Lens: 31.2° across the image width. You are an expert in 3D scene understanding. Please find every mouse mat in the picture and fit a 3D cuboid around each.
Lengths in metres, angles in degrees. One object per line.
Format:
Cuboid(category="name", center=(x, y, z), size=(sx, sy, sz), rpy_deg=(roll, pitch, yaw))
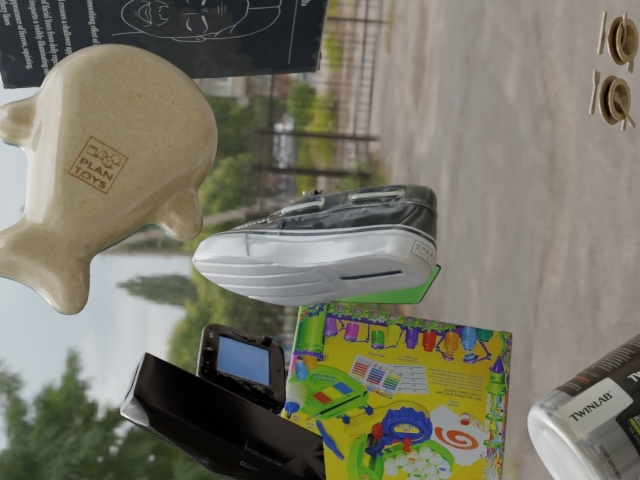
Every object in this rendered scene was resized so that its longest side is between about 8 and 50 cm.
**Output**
Cuboid(category="mouse mat", center=(0.101, 0.074, 1.986), size=(0.152, 0.189, 0.007), rpy_deg=(113, 158, -58))

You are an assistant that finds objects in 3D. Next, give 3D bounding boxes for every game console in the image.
Cuboid(category="game console", center=(-0.101, 0.161, 1.257), size=(0.044, 0.213, 0.361), rpy_deg=(-61, 10, 12))

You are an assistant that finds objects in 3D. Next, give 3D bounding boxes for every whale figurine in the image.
Cuboid(category="whale figurine", center=(-0.213, -0.052, 1.074), size=(0.272, 0.216, 0.141), rpy_deg=(-66, 10, -28))

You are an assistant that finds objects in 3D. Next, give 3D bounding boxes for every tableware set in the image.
Cuboid(category="tableware set", center=(0.530, -0.299, 2.011), size=(0.039, 0.128, 0.194), rpy_deg=(4, 84, 43))

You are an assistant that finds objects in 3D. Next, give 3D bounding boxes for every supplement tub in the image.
Cuboid(category="supplement tub", center=(0.493, 0.245, 1.685), size=(0.207, 0.338, 0.207), rpy_deg=(55, 168, 18))

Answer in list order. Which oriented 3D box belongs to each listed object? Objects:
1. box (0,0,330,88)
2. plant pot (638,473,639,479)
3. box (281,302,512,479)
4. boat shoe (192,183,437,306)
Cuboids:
Cuboid(category="box", center=(-0.191, -0.346, 1.316), size=(0.293, 0.395, 0.212), rpy_deg=(104, 160, -64))
Cuboid(category="plant pot", center=(0.514, 0.295, 1.100), size=(0.353, 0.366, 0.366), rpy_deg=(5, -92, -82))
Cuboid(category="box", center=(0.090, 0.258, 1.538), size=(0.177, 0.290, 0.279), rpy_deg=(99, -179, -62))
Cuboid(category="boat shoe", center=(0.000, 0.000, 1.360), size=(0.121, 0.335, 0.119), rpy_deg=(48, -130, -43))
